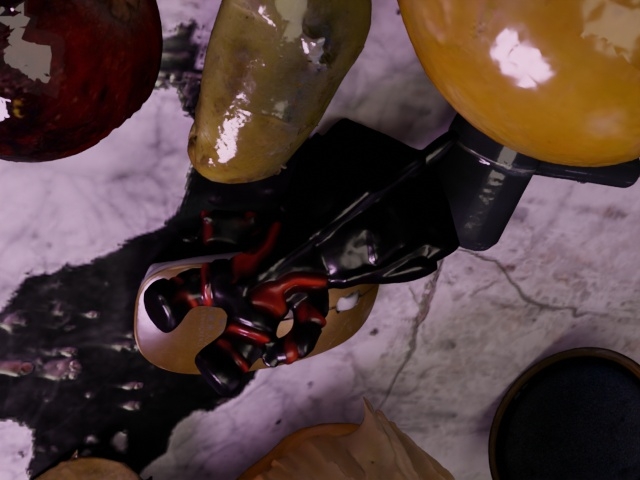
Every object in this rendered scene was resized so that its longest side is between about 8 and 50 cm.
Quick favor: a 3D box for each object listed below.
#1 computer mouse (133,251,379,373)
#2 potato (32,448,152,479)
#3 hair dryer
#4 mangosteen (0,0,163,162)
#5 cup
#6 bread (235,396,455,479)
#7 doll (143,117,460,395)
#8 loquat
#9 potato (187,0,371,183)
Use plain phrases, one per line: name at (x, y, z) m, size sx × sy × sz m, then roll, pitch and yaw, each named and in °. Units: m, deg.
computer mouse at (-0.041, 0.048, 0.974) m, size 0.199 × 0.045 × 0.102 m, roll -6°, pitch 126°, yaw -23°
potato at (-0.209, 0.277, 1.009) m, size 0.243 × 0.098 × 0.138 m, roll -49°, pitch 142°, yaw -12°
hair dryer at (0.180, -0.056, 1.015) m, size 0.219 × 0.071 × 0.124 m, roll 2°, pitch 122°, yaw -38°
mangosteen at (-0.184, -0.115, 0.729) m, size 0.180 × 0.166 × 0.166 m, roll -26°, pitch 134°, yaw 23°
cup at (0.235, 0.205, 1.187) m, size 0.177 × 0.239 × 0.166 m, roll 36°, pitch 59°, yaw -44°
bread at (-0.040, 0.320, 1.031) m, size 0.389 × 0.183 × 0.236 m, roll -41°, pitch 121°, yaw -15°
doll at (-0.002, -0.001, 0.908) m, size 0.249 × 0.088 × 0.127 m, roll -41°, pitch 107°, yaw -17°
loquat at (0.166, -0.162, 0.823) m, size 0.244 × 0.244 × 0.243 m, roll -13°, pitch 126°, yaw -19°
potato at (-0.029, -0.116, 0.847) m, size 0.105 × 0.085 × 0.188 m, roll 12°, pitch 119°, yaw -31°
